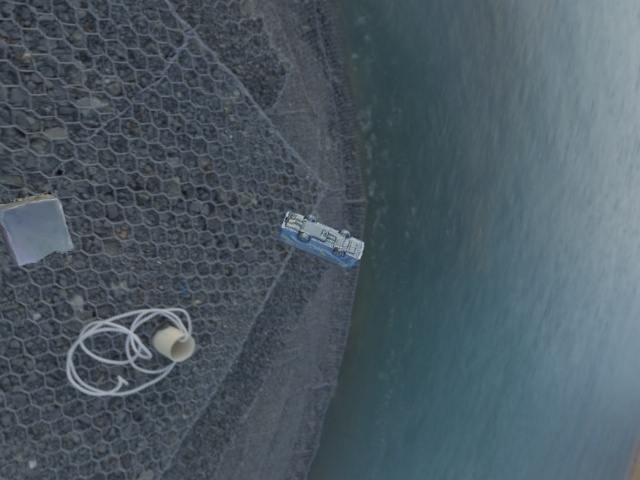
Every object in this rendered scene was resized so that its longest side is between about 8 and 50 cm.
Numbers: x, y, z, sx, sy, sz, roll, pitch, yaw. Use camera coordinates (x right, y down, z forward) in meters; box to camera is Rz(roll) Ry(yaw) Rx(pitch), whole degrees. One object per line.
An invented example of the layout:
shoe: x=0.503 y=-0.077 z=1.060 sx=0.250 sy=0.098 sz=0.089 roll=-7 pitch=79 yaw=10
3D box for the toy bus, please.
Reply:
toy bus: x=0.000 y=0.000 z=0.897 sx=0.061 sy=0.152 sz=0.051 roll=123 pitch=-11 yaw=-54

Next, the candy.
candy: x=-0.847 y=-0.040 z=1.469 sx=0.184 sy=0.137 sz=0.196 roll=-21 pitch=111 yaw=-38
